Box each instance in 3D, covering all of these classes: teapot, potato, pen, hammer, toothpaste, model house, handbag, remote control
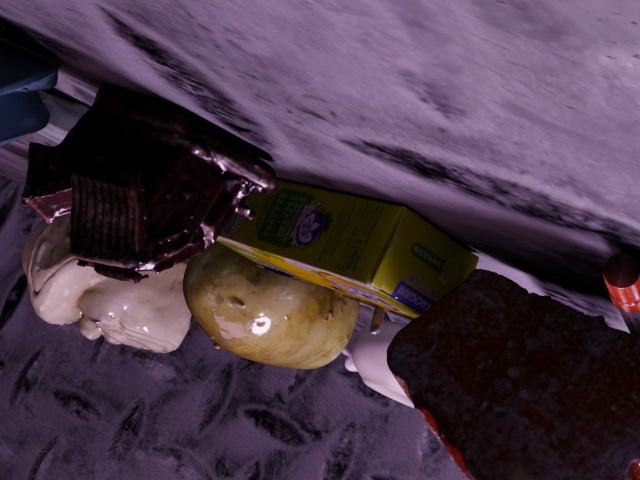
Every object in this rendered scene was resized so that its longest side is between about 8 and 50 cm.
[{"bbox_3d":[0.141,0.184,1.640,0.300,0.166,0.208,30,-177,28],"label":"teapot"},{"bbox_3d":[-0.064,0.066,1.276,0.210,0.173,0.307,39,-178,17],"label":"potato"},{"bbox_3d":[0.235,0.053,0.748,0.028,0.028,0.239,22,172,27],"label":"pen"},{"bbox_3d":[0.057,0.048,1.033,0.060,0.028,0.195,28,-161,0],"label":"hammer"},{"bbox_3d":[0.000,0.000,0.985,0.110,0.077,0.327,33,170,-35],"label":"toothpaste"},{"bbox_3d":[-0.170,-0.044,0.910,0.203,0.164,0.141,22,167,40],"label":"model house"},{"bbox_3d":[-0.342,-0.135,0.843,0.179,0.062,0.229,25,-156,9],"label":"handbag"},{"bbox_3d":[-0.222,-0.097,1.137,0.247,0.052,0.104,26,174,-13],"label":"remote control"}]

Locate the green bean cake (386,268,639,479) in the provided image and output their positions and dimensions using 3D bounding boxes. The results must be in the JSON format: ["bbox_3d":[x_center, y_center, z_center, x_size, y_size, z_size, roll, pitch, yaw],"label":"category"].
[{"bbox_3d":[0.181,0.117,0.789,0.232,0.198,0.097,45,172,44],"label":"green bean cake"}]

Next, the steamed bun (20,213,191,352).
[{"bbox_3d":[-0.395,0.037,1.960,0.339,0.247,0.352,17,-147,-21],"label":"steamed bun"}]
